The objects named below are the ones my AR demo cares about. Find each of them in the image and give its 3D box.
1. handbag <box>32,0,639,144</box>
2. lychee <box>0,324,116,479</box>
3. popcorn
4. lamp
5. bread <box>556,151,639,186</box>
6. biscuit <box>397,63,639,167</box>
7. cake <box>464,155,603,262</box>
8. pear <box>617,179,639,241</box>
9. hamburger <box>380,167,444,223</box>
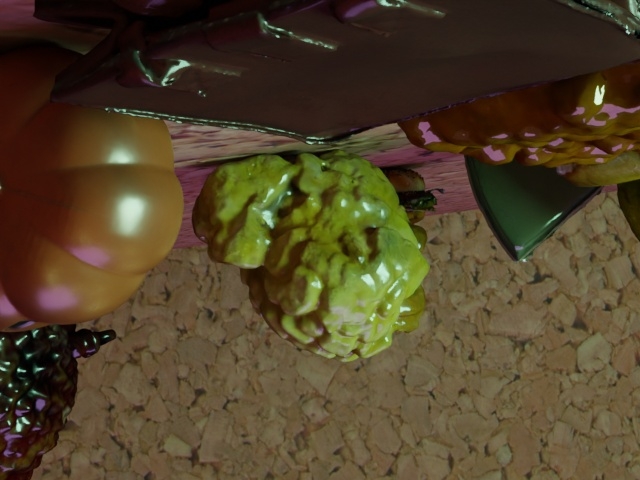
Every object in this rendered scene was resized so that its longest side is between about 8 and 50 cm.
[{"bbox_3d":[0.029,-0.118,0.596,0.260,0.084,0.275,-9,177,35],"label":"handbag"},{"bbox_3d":[-0.529,0.175,1.547,0.500,0.424,0.425,0,174,-29],"label":"lychee"},{"bbox_3d":[0.000,0.000,1.418,0.332,0.265,0.225,31,147,-9],"label":"popcorn"},{"bbox_3d":[-0.186,-0.032,0.711,0.188,0.187,0.164,-8,179,11],"label":"lamp"},{"bbox_3d":[0.354,-0.124,1.012,0.288,0.119,0.152,-9,-175,36],"label":"bread"},{"bbox_3d":[0.232,-0.122,0.814,0.318,0.110,0.312,-9,175,34],"label":"biscuit"},{"bbox_3d":[0.345,-0.071,1.473,0.284,0.172,0.158,-9,175,5],"label":"cake"},{"bbox_3d":[0.483,-0.066,1.218,0.375,0.287,0.287,8,173,-15],"label":"pear"},{"bbox_3d":[0.096,-0.065,1.775,0.190,0.093,0.164,-8,176,-25],"label":"hamburger"}]
